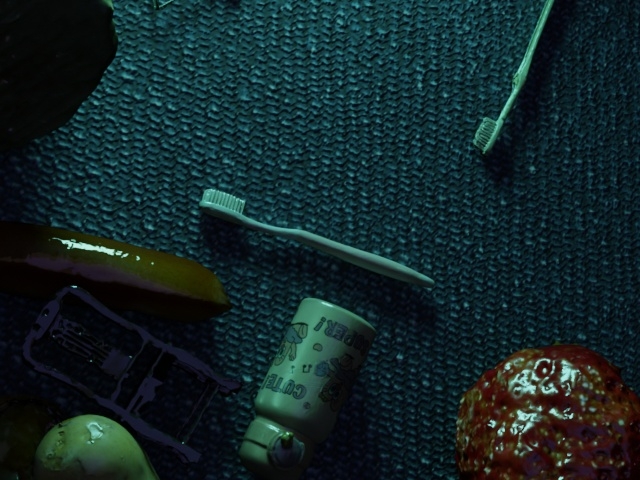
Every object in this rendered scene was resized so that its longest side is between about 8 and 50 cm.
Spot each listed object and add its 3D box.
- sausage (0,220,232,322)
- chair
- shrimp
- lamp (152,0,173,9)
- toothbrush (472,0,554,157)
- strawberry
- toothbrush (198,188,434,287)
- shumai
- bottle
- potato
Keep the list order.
[{"bbox_3d":[-0.243,0.037,1.284,0.300,0.089,0.083,11,71,-14],"label":"sausage"},{"bbox_3d":[-0.210,0.146,1.265,0.229,0.113,0.106,33,75,-7],"label":"chair"},{"bbox_3d":[-0.330,0.296,1.236,0.117,0.066,0.262,6,82,-15],"label":"shrimp"},{"bbox_3d":[-0.149,-0.316,1.389,0.121,0.041,0.054,-18,96,-21],"label":"lamp"},{"bbox_3d":[0.268,-0.236,1.498,0.028,0.026,0.294,31,75,-9],"label":"toothbrush"},{"bbox_3d":[0.266,0.264,1.297,0.257,0.257,0.277,37,35,-8],"label":"strawberry"},{"bbox_3d":[0.000,0.000,1.390,0.307,0.025,0.029,20,70,-12],"label":"toothbrush"},{"bbox_3d":[-0.382,-0.258,1.236,0.267,0.314,0.262,19,37,-44],"label":"shumai"},{"bbox_3d":[-0.018,0.177,1.315,0.097,0.110,0.209,28,75,-10],"label":"bottle"},{"bbox_3d":[-0.234,0.264,1.229,0.109,0.119,0.178,-54,131,-48],"label":"potato"}]
